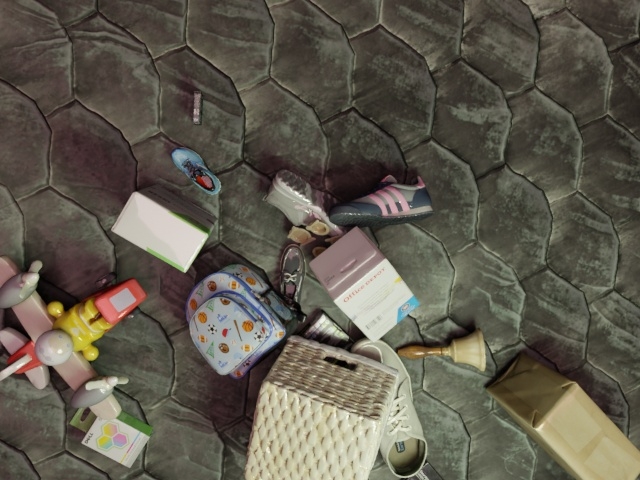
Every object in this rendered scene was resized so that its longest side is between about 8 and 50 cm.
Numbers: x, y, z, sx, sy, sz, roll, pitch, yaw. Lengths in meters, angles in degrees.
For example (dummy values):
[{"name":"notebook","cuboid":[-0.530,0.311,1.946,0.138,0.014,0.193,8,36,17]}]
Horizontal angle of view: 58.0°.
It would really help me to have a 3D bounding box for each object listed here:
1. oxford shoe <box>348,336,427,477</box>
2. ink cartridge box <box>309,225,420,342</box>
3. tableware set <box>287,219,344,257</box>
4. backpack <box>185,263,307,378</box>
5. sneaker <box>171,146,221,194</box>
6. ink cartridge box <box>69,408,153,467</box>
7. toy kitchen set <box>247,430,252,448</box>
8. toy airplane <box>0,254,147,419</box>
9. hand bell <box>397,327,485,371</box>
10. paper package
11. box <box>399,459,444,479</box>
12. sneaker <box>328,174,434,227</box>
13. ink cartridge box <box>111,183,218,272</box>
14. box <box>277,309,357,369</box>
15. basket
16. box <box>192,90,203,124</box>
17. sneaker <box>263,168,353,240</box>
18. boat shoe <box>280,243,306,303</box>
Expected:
[{"name":"oxford shoe","cuboid":[0.202,0.483,1.652,0.169,0.130,0.449,-19,103,-4]},{"name":"ink cartridge box","cuboid":[0.117,0.117,1.542,0.171,0.168,0.233,-39,132,0]},{"name":"tableware set","cuboid":[0.000,0.000,1.587,0.168,0.141,0.020,35,49,-23]},{"name":"backpack","cuboid":[-0.228,0.205,1.532,0.276,0.213,0.263,-44,78,17]},{"name":"sneaker","cuboid":[-0.332,-0.189,1.547,0.162,0.073,0.063,42,92,-10]},{"name":"ink cartridge box","cuboid":[-0.591,0.532,1.617,0.209,0.062,0.109,33,94,-9]},{"name":"toy kitchen set","cuboid":[-0.170,0.588,1.664,0.083,0.075,0.068,-18,98,-7]},{"name":"toy airplane","cuboid":[-0.668,0.251,1.467,0.386,0.272,0.384,13,96,-8]},{"name":"hand bell","cuboid":[0.347,0.323,1.686,0.242,0.126,0.126,-3,98,6]},{"name":"paper package","cuboid":[0.678,0.516,1.630,0.168,0.309,0.325,-46,100,-3]},{"name":"box","cuboid":[0.297,0.761,1.762,0.162,0.029,0.116,-41,100,-1]},{"name":"sneaker","cuboid":[0.157,-0.110,1.574,0.319,0.112,0.131,-4,76,-28]},{"name":"ink cartridge box","cuboid":[-0.381,-0.040,1.462,0.198,0.273,0.115,31,95,-9]},{"name":"box","cuboid":[0.006,0.330,1.667,0.184,0.045,0.191,43,90,-12]},{"name":"basket","cuboid":[-0.001,0.480,1.506,0.328,0.266,0.331,17,110,11]},{"name":"box","cuboid":[-0.324,-0.349,1.531,0.018,0.067,0.083,4,98,-6]},{"name":"sneaker","cuboid":[-0.030,-0.080,1.601,0.281,0.105,0.115,37,127,-14]},{"name":"boat shoe","cuboid":[-0.078,0.115,1.619,0.075,0.065,0.206,5,97,-7]}]
